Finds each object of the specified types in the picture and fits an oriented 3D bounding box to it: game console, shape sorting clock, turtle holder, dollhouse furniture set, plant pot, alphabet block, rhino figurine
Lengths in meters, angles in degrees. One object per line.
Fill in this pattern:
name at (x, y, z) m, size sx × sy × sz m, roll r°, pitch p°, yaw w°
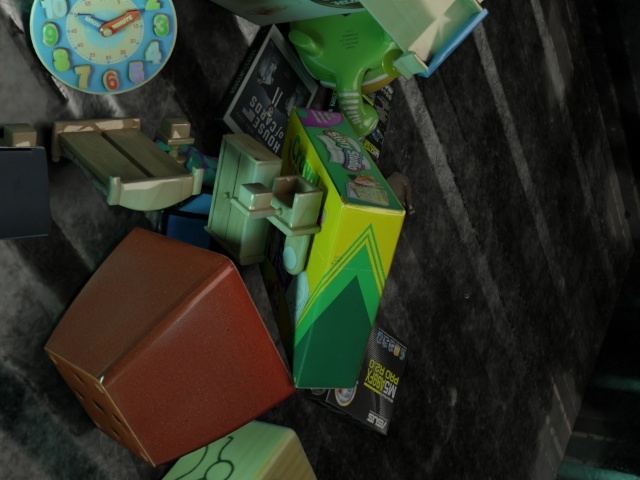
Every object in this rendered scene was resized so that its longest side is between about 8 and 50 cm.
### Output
game console at (-0.199, -0.027, 1.449) m, size 0.144 × 0.124 × 0.085 m, roll 8°, pitch 58°, yaw -54°
shape sorting clock at (-0.308, -0.303, 1.223) m, size 0.206 × 0.040 × 0.206 m, roll -10°, pitch 124°, yaw -16°
turtle holder at (0.083, -0.381, 1.655) m, size 0.320 × 0.243 × 0.227 m, roll 60°, pitch 3°, yaw 23°
dollhouse furniture set at (0.120, -0.447, 1.309) m, size 0.286 × 0.198 × 0.303 m, roll 41°, pitch 91°, yaw -24°
plant pot at (-0.243, 0.171, 1.274) m, size 0.235 × 0.267 × 0.267 m, roll -41°, pitch 125°, yaw -28°
alphabet block at (-0.136, 0.444, 1.473) m, size 0.197 × 0.192 × 0.194 m, roll -48°, pitch 127°, yaw -40°
rhino figurine at (0.136, -0.066, 1.911) m, size 0.243 × 0.073 × 0.106 m, roll -47°, pitch 132°, yaw -40°
dollhouse furniture set at (-0.230, -0.038, 1.208) m, size 0.355 × 0.303 × 0.174 m, roll -9°, pitch 124°, yaw -38°

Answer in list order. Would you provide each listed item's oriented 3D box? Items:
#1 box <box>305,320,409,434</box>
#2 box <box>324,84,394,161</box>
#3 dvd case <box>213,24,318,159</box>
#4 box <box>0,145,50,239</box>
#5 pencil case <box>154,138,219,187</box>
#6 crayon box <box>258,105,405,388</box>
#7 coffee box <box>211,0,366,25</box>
box at (0.088, 0.286, 1.877) m, size 0.270 × 0.060 × 0.216 m, roll 40°, pitch 60°, yaw -47°
box at (0.085, -0.290, 1.852) m, size 0.190 × 0.045 × 0.184 m, roll 31°, pitch 70°, yaw -51°
dvd case at (-0.097, -0.262, 1.616) m, size 0.179 × 0.029 × 0.239 m, roll 49°, pitch 53°, yaw -43°
box at (-0.444, -0.054, 1.004) m, size 0.153 × 0.207 × 0.108 m, roll -8°, pitch 99°, yaw -53°
pencil case at (-0.211, -0.127, 1.439) m, size 0.151 × 0.064 × 0.070 m, roll 24°, pitch 81°, yaw -52°
crayon box at (0.000, 0.000, 1.362) m, size 0.106 × 0.363 × 0.313 m, roll 4°, pitch 119°, yaw -17°
coffee box at (-0.052, -0.580, 1.397) m, size 0.334 × 0.337 × 0.339 m, roll 13°, pitch 81°, yaw -54°
